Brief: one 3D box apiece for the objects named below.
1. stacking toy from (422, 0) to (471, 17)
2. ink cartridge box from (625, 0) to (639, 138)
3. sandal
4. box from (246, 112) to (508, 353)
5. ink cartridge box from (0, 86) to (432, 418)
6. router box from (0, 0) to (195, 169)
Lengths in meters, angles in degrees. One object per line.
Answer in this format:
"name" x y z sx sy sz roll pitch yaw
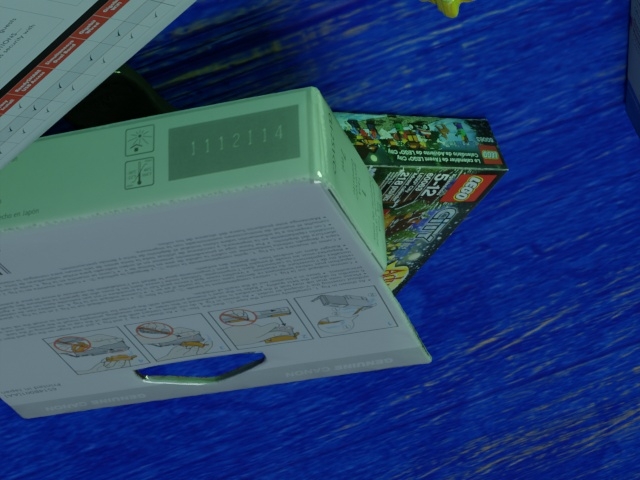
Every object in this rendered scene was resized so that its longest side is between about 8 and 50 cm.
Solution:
"stacking toy" 0.139 -0.213 0.947 0.221 0.052 0.167 -22 153 0
"ink cartridge box" 0.268 -0.134 1.130 0.134 0.078 0.231 -18 151 -2
"sandal" -0.098 -0.052 1.086 0.067 0.040 0.179 -28 150 16
"box" 0.000 0.000 1.234 0.159 0.044 0.233 1 146 -32
"ink cartridge box" -0.104 0.019 1.106 0.296 0.066 0.261 -9 153 14
"router box" -0.206 -0.123 0.800 0.335 0.082 0.301 -36 158 28
